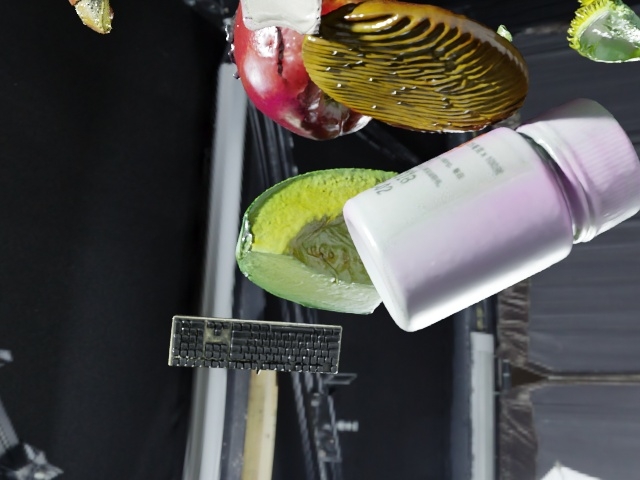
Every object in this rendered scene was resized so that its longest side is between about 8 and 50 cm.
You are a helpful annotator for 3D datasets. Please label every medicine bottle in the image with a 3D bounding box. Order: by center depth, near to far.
[{"bbox_3d":[0.247,-0.042,1.087,0.219,0.389,0.219,63,178,3],"label":"medicine bottle"}]

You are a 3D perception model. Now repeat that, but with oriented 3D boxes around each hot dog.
[{"bbox_3d":[-0.549,-0.604,1.704,0.093,0.123,0.261,-41,-65,-22],"label":"hot dog"}]

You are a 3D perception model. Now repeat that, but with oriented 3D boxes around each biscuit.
[{"bbox_3d":[0.126,-0.227,1.026,0.318,0.318,0.040,34,-116,-53],"label":"biscuit"}]

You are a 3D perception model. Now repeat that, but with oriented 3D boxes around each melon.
[{"bbox_3d":[0.000,0.000,1.550,0.226,0.344,0.331,-106,32,-66],"label":"melon"}]

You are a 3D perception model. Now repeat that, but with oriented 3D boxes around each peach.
[{"bbox_3d":[0.001,-0.417,1.468,0.339,0.353,0.416,5,-136,-24],"label":"peach"}]

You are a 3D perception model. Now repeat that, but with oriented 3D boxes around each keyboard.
[{"bbox_3d":[-0.116,0.199,1.372,0.027,0.317,0.106,-146,61,-76],"label":"keyboard"}]

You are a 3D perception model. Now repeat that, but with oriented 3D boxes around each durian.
[{"bbox_3d":[0.369,-0.277,0.928,0.215,0.100,0.086,15,-86,-44],"label":"durian"}]

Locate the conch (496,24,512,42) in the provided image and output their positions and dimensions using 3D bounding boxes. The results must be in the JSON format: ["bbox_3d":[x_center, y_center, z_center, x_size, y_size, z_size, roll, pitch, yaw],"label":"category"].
[{"bbox_3d":[0.277,-0.290,1.221,0.074,0.121,0.089,4,-137,-37],"label":"conch"}]

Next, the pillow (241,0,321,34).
[{"bbox_3d":[-0.056,-0.340,0.981,0.038,0.233,0.130,-9,-69,-29],"label":"pillow"}]
